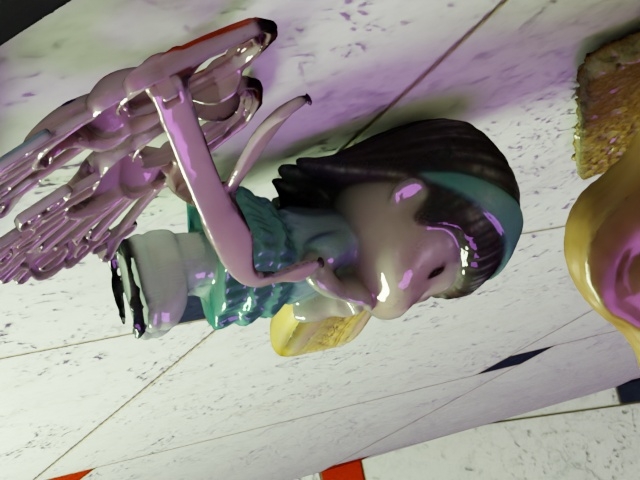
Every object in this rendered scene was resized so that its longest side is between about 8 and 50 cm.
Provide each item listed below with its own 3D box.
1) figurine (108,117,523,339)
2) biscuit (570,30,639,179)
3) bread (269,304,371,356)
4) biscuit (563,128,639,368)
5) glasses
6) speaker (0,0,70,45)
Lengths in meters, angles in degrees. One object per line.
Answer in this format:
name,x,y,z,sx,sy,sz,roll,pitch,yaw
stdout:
figurine,0.000,0.000,0.831,0.245,0.110,0.138,-12,174,-14
biscuit,0.222,-0.096,0.899,0.131,0.025,0.231,-19,165,3
bread,0.001,0.044,1.074,0.082,0.056,0.115,-15,158,-19
biscuit,0.312,-0.022,0.673,0.385,0.062,0.365,26,105,-24
glasses,-0.081,-0.012,0.637,0.162,0.095,0.255,-25,170,-8
speaker,-0.153,-0.077,0.466,0.218,0.044,0.082,-27,164,29
